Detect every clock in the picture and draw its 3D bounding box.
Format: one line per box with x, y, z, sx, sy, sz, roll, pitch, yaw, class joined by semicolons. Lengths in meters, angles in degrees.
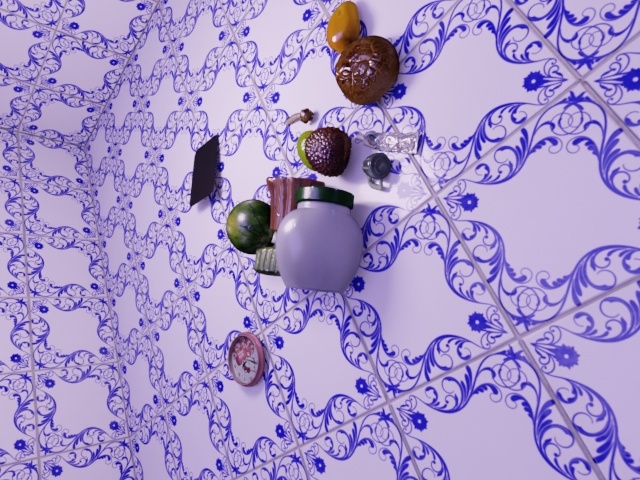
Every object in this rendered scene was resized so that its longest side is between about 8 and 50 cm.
-0.332;0.535;1.996;0.244;0.056;0.244;-8;78;41;clock

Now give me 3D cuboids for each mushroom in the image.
0.168;-0.618;1.597;0.253;0.153;0.253;-6;79;33;mushroom
-0.092;-0.525;1.907;0.187;0.061;0.060;6;75;56;mushroom

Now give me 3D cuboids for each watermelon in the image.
-0.287;-0.058;1.903;0.242;0.242;0.242;-7;80;43;watermelon

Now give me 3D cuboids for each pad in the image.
-0.588;-0.381;2.383;0.315;0.063;0.375;-22;60;41;pad

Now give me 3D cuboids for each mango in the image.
-0.035;-0.363;1.791;0.119;0.100;0.178;-27;74;36;mango
0.093;-0.835;1.725;0.145;0.112;0.219;-6;69;44;mango

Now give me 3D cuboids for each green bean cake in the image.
-0.134;0.089;1.751;0.200;0.214;0.113;-1;80;44;green bean cake

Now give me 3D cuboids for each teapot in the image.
0.186;-0.249;1.572;0.091;0.092;0.124;15;89;61;teapot

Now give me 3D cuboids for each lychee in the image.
0.021;-0.339;1.669;0.188;0.188;0.188;-7;80;43;lychee

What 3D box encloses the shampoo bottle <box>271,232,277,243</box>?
-0.121;0.007;1.815;0.077;0.152;0.045;-83;10;-71;shampoo bottle

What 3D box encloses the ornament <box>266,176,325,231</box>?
-0.107;-0.137;1.774;0.235;0.221;0.218;5;92;0;ornament

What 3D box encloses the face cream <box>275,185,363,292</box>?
0.000;0.000;1.575;0.219;0.312;0.357;171;107;-76;face cream

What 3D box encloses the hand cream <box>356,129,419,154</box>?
0.235;-0.352;1.564;0.257;0.050;0.084;14;96;38;hand cream
